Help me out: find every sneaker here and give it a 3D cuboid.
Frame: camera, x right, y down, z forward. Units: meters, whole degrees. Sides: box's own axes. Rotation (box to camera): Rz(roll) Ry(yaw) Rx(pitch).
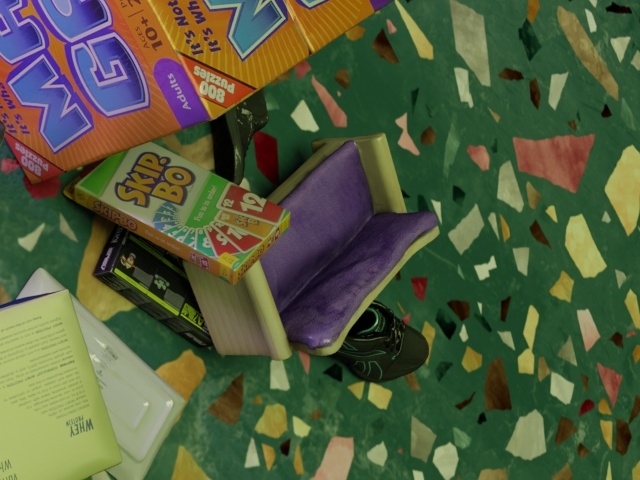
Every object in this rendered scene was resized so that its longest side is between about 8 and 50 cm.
[{"bbox_3d":[-0.103,-0.156,1.947,0.089,0.051,0.170,-3,80,-39],"label":"sneaker"},{"bbox_3d":[0.070,0.137,2.011,0.267,0.106,0.101,17,68,-42],"label":"sneaker"}]

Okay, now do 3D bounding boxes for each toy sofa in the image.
[{"bbox_3d":[0.000,0.000,1.880,0.362,0.177,0.150,-45,125,-46],"label":"toy sofa"}]

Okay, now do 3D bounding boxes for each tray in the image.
[{"bbox_3d":[-0.275,0.168,1.726,0.270,0.030,0.145,47,52,-26],"label":"tray"}]

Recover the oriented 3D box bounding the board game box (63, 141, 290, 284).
[{"bbox_3d":[-0.178,-0.046,1.744,0.124,0.259,0.039,-48,154,-39],"label":"board game box"}]

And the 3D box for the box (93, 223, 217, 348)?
[{"bbox_3d":[-0.180,0.014,1.842,0.191,0.045,0.184,38,59,-33],"label":"box"}]

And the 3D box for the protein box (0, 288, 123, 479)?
[{"bbox_3d":[-0.356,0.182,1.552,0.200,0.136,0.201,-20,95,-34],"label":"protein box"}]

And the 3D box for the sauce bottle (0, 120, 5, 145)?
[{"bbox_3d":[-0.496,-0.187,1.538,0.344,0.111,0.111,32,60,-34],"label":"sauce bottle"}]

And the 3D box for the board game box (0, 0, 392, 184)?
[{"bbox_3d":[-0.206,-0.329,1.674,0.356,0.357,0.356,-40,108,-41],"label":"board game box"}]
